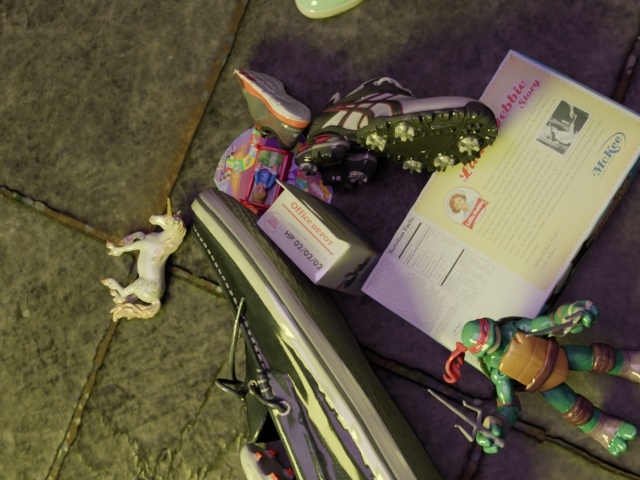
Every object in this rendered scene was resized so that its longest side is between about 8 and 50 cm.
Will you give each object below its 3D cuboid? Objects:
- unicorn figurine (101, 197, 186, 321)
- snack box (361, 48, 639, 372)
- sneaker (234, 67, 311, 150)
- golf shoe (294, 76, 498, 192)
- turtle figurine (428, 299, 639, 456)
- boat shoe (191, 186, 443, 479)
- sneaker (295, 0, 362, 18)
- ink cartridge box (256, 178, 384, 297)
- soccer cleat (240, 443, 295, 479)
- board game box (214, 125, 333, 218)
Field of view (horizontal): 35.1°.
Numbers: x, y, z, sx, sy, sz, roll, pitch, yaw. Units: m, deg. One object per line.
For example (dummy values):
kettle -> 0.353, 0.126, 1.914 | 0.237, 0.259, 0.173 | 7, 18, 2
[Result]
unicorn figurine -> -0.224, 0.023, 1.301 | 0.111, 0.060, 0.162 | 1, 98, 22
snack box -> 0.208, -0.029, 1.122 | 0.187, 0.060, 0.322 | 34, 95, 22
sneaker -> -0.071, -0.162, 1.250 | 0.158, 0.061, 0.065 | 50, 126, 46
golf shoe -> 0.081, -0.138, 1.136 | 0.273, 0.105, 0.120 | -7, 60, 45
turtle figurine -> 0.222, 0.126, 1.015 | 0.175, 0.234, 0.118 | -62, 21, 17
boat shoe -> -0.027, 0.160, 1.122 | 0.156, 0.187, 0.500 | -34, 76, 11
sneaker -> 0.049, -0.377, 1.199 | 0.256, 0.151, 0.094 | -38, 71, 14
ink cartridge box -> 0.000, 0.000, 1.137 | 0.104, 0.181, 0.061 | 45, 99, 23
soccer cleat -> -0.043, 0.324, 1.166 | 0.076, 0.068, 0.196 | -43, 71, 14
board game box -> -0.065, -0.072, 1.258 | 0.133, 0.033, 0.169 | -34, 70, 14
